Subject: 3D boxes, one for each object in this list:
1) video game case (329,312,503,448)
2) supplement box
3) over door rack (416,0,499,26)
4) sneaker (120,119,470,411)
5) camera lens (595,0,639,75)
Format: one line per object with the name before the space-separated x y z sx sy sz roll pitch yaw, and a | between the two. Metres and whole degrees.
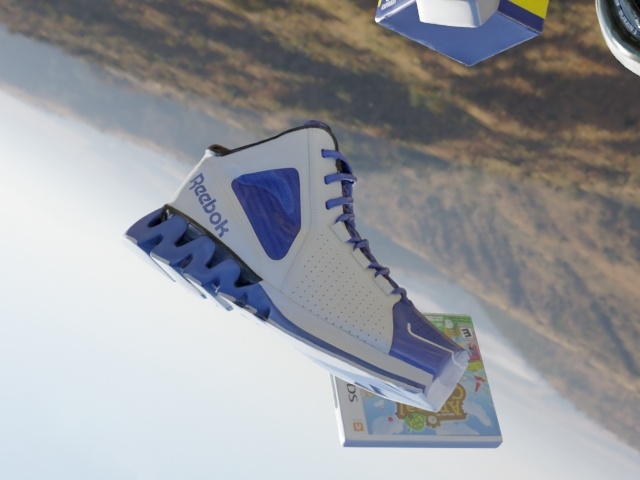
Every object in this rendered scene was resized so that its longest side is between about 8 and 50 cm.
video game case | 0.114 0.174 1.453 0.212 0.193 0.023 4 142 -18
supplement box | 0.247 -0.491 1.794 0.195 0.357 0.194 21 163 -24
over door rack | 0.103 -0.333 0.854 0.108 0.324 0.240 0 123 28
sneaker | -0.001 -0.001 0.974 0.315 0.182 0.127 28 170 17
camera lens | 0.430 -0.241 1.146 0.274 0.219 0.219 11 -172 -40
